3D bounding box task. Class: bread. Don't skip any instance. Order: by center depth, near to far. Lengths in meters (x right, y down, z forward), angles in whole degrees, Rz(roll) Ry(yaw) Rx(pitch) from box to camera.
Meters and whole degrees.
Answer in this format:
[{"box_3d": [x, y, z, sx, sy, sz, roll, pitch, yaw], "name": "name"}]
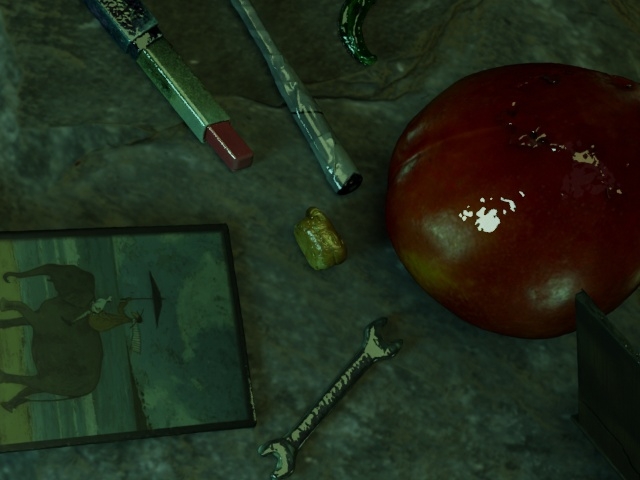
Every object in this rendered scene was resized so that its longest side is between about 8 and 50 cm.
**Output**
[{"box_3d": [0.000, 0.000, 1.852, 0.046, 0.081, 0.083, -29, 52, -12], "name": "bread"}]

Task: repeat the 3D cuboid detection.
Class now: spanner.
[{"box_3d": [0.014, 0.196, 1.834, 0.054, 0.015, 0.254, 43, 68, -2], "name": "spanner"}]

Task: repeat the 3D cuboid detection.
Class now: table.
[{"box_3d": [0.447, 0.145, 1.717, 0.250, 0.282, 0.196, -27, 51, -11], "name": "table"}]

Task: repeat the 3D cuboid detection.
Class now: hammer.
[{"box_3d": [-0.073, -0.243, 1.918, 0.152, 0.044, 0.427, -26, 85, -21], "name": "hammer"}]

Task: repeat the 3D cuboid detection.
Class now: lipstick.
[{"box_3d": [-0.192, -0.214, 1.867, 0.051, 0.051, 0.312, -38, 89, -23], "name": "lipstick"}]

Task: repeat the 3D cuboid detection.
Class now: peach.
[{"box_3d": [0.255, -0.059, 1.791, 0.370, 0.370, 0.370, 4, 74, -15], "name": "peach"}]

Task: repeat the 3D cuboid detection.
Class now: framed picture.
[{"box_3d": [-0.249, 0.110, 1.750, 0.347, 0.016, 0.265, -1, 75, -28], "name": "framed picture"}]

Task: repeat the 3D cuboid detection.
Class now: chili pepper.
[{"box_3d": [0.051, -0.293, 1.968, 0.055, 0.035, 0.118, 2, 70, 2], "name": "chili pepper"}]
